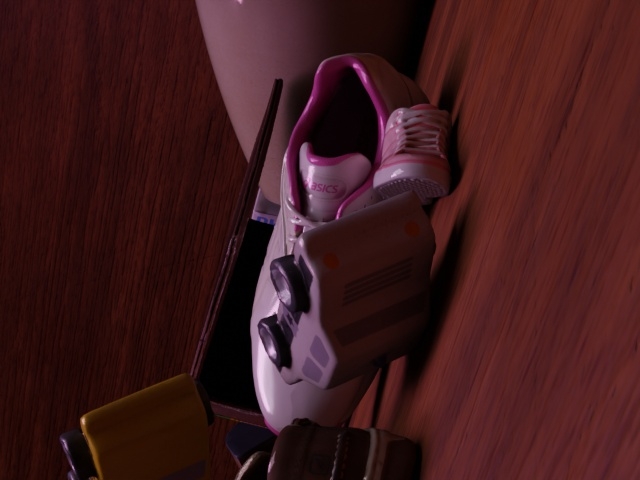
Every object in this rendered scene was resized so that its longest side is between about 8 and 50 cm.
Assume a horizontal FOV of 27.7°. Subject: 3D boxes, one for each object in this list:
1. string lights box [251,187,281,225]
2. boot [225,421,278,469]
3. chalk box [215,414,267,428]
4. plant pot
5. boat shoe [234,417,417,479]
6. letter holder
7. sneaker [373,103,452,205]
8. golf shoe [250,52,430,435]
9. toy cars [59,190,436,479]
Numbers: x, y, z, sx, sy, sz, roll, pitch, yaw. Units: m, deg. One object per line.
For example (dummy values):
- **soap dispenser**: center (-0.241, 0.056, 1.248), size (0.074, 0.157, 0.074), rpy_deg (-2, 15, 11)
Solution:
- **string lights box**: center (-0.032, 0.037, 1.608), size (0.259, 0.133, 0.076), rpy_deg (107, 177, -49)
- **boot**: center (-0.032, 0.275, 1.349), size (0.106, 0.082, 0.219), rpy_deg (65, 177, -27)
- **chalk box**: center (-0.044, 0.118, 1.446), size (0.213, 0.132, 0.132), rpy_deg (-94, 19, -82)
- **plant pot**: center (-0.008, -0.183, 1.427), size (0.256, 0.257, 0.274), rpy_deg (-83, -10, -68)
- **boat shoe**: center (-0.007, 0.158, 0.824), size (0.257, 0.095, 0.095), rpy_deg (109, 174, -67)
- **letter holder**: center (-0.015, 0.004, 1.246), size (0.302, 0.152, 0.214), rpy_deg (-80, 6, -55)
- **sneaker**: center (0.065, -0.063, 0.885), size (0.134, 0.051, 0.070), rpy_deg (69, -151, -87)
- **golf shoe**: center (0.000, 0.000, 0.983), size (0.140, 0.115, 0.306), rpy_deg (38, -117, -71)
- **toy cars**: center (-0.045, 0.111, 0.865), size (0.394, 0.087, 0.176), rpy_deg (-40, -23, 28)
